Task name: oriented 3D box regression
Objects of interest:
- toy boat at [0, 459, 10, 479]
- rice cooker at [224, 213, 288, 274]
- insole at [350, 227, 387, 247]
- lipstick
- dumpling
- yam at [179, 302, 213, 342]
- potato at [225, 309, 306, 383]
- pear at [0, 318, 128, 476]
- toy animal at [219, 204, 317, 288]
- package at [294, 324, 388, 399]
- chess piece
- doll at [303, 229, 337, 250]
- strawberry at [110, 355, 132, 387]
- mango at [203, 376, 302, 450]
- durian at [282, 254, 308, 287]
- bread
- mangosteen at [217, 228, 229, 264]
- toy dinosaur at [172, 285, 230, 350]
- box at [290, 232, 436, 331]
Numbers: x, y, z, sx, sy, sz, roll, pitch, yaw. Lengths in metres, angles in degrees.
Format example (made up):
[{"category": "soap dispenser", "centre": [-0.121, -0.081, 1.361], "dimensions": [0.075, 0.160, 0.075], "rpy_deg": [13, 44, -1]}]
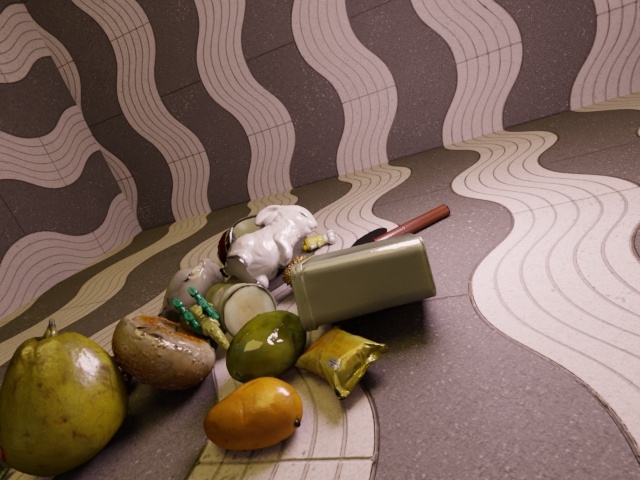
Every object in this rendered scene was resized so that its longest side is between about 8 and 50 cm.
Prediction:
[{"category": "toy boat", "centre": [-0.855, 0.624, 0.912], "dimensions": [0.055, 0.093, 0.293], "rpy_deg": [-33, 14, 20]}, {"category": "rice cooker", "centre": [-0.252, 0.034, 1.635], "dimensions": [0.267, 0.267, 0.224], "rpy_deg": [-23, -20, -10]}, {"category": "insole", "centre": [0.168, 0.024, 1.653], "dimensions": [0.119, 0.009, 0.348], "rpy_deg": [-4, 25, 42]}, {"category": "lipstick", "centre": [0.365, -0.054, 1.598], "dimensions": [0.357, 0.057, 0.057], "rpy_deg": [-25, 20, -17]}, {"category": "dumpling", "centre": [-0.485, 0.202, 1.534], "dimensions": [0.243, 0.227, 0.175], "rpy_deg": [-24, 62, 8]}, {"category": "yam", "centre": [-0.412, 0.289, 1.360], "dimensions": [0.107, 0.107, 0.183], "rpy_deg": [-29, 23, -24]}, {"category": "potato", "centre": [-0.136, 0.279, 1.057], "dimensions": [0.186, 0.148, 0.253], "rpy_deg": [12, 27, 35]}, {"category": "pear", "centre": [-0.631, 0.376, 0.980], "dimensions": [0.287, 0.375, 0.287], "rpy_deg": [-7, 5, 1]}, {"category": "toy animal", "centre": [-0.181, 0.004, 1.444], "dimensions": [0.258, 0.194, 0.357], "rpy_deg": [14, 52, 37]}, {"category": "package", "centre": [0.041, 0.278, 0.953], "dimensions": [0.168, 0.090, 0.226], "rpy_deg": [-40, 20, -25]}, {"category": "chess piece", "centre": [-0.297, 0.220, 1.353], "dimensions": [0.182, 0.182, 0.330], "rpy_deg": [-31, 16, -28]}, {"category": "doll", "centre": [0.000, 0.000, 1.802], "dimensions": [0.162, 0.062, 0.106], "rpy_deg": [-19, 23, 3]}, {"category": "strawberry", "centre": [-0.643, 0.423, 1.228], "dimensions": [0.131, 0.131, 0.148], "rpy_deg": [-39, -17, -43]}, {"category": "mango", "centre": [-0.147, 0.374, 0.865], "dimensions": [0.227, 0.109, 0.147], "rpy_deg": [-15, 44, 13]}, {"category": "durian", "centre": [-0.043, 0.117, 1.417], "dimensions": [0.168, 0.137, 0.158], "rpy_deg": [2, 31, 28]}, {"category": "bread", "centre": [-0.440, 0.313, 1.115], "dimensions": [0.305, 0.305, 0.158], "rpy_deg": [9, 69, 55]}, {"category": "mangosteen", "centre": [-0.340, 0.043, 1.840], "dimensions": [0.257, 0.215, 0.215], "rpy_deg": [11, 23, 2]}, {"category": "toy dinosaur", "centre": [-0.334, 0.235, 1.161], "dimensions": [0.094, 0.153, 0.259], "rpy_deg": [-42, 41, -17]}, {"category": "box", "centre": [0.120, 0.097, 1.133], "dimensions": [0.344, 0.177, 0.352], "rpy_deg": [-16, 1, 8]}]
